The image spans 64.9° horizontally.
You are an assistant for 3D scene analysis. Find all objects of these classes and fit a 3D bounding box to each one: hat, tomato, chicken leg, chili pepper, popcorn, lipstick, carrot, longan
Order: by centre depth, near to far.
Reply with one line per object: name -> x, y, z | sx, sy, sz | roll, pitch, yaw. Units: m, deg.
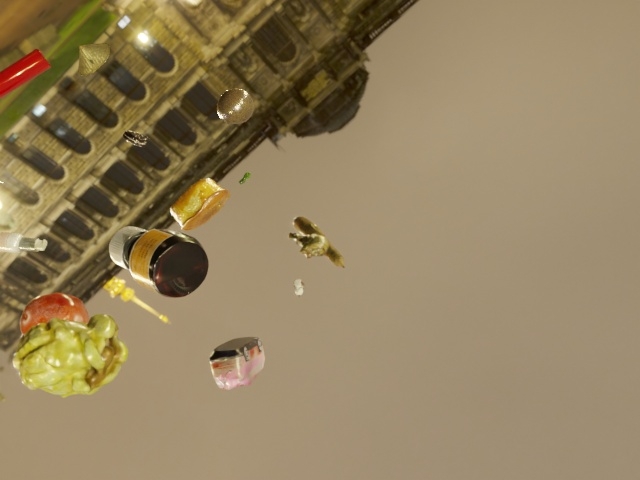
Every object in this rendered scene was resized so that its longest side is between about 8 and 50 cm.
popcorn -> -0.587, 0.274, 1.187 | 0.255, 0.256, 0.194 | -17, -121, 18
longan -> -0.234, -0.365, 1.384 | 0.113, 0.092, 0.113 | -47, 176, -5
chicken leg -> -0.046, 0.008, 1.557 | 0.093, 0.070, 0.178 | -28, -149, -27
lipstick -> -1.054, -0.545, 1.708 | 0.280, 0.073, 0.073 | -42, -151, -16
hat -> -0.811, -0.653, 1.753 | 0.146, 0.067, 0.145 | -11, -119, 21
tomato -> -0.987, 0.291, 1.892 | 0.232, 0.232, 0.188 | 18, -78, 57
carrot -> -0.001, 0.001, 1.934 | 0.070, 0.070, 0.342 | -47, -133, 0
chili pepper -> -0.347, -0.281, 2.306 | 0.091, 0.030, 0.034 | -38, -138, 44

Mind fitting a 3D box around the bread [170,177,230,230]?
bread -> -0.524, -0.155, 2.199 | 0.268, 0.145, 0.268 | -42, 179, -1

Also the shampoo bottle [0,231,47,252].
shampoo bottle -> -1.101, 0.011, 1.838 | 0.074, 0.192, 0.073 | -174, -90, -84

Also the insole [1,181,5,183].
insole -> -1.019, -0.195, 1.495 | 0.053, 0.153, 0.002 | 179, -72, -71

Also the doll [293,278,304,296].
doll -> -0.080, 0.161, 1.812 | 0.040, 0.085, 0.058 | -7, -132, 3

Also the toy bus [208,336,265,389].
toy bus -> -0.293, 0.435, 1.812 | 0.128, 0.147, 0.303 | -11, 179, 7

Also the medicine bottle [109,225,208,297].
medicine bottle -> -0.613, 0.061, 1.886 | 0.395, 0.242, 0.242 | 16, -114, 43

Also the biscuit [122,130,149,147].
biscuit -> -0.552, -0.306, 1.520 | 0.087, 0.089, 0.027 | 34, -76, 26
